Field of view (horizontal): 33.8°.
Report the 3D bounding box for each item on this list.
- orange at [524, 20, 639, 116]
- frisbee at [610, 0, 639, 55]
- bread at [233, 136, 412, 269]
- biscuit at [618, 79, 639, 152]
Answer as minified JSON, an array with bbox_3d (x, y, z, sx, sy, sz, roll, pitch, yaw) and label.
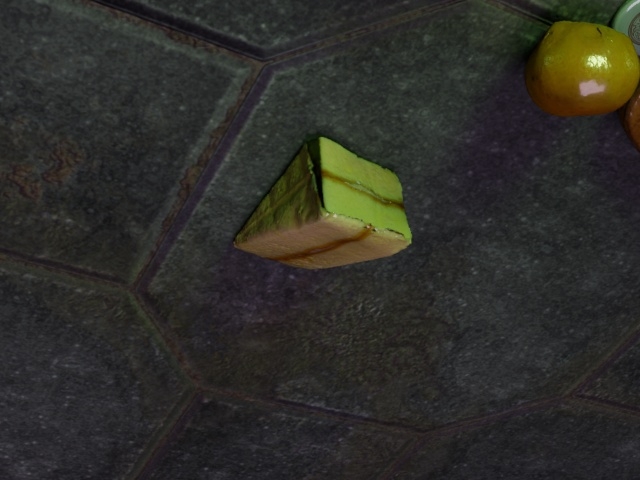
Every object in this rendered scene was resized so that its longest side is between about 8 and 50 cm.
[{"bbox_3d":[0.353,-0.234,1.427,0.155,0.154,0.134,-9,102,0],"label":"orange"},{"bbox_3d":[0.458,-0.302,1.466,0.110,0.014,0.110,-5,136,-5],"label":"frisbee"},{"bbox_3d":[-0.002,0.001,1.592,0.168,0.163,0.264,18,130,-27],"label":"bread"},{"bbox_3d":[0.590,-0.209,1.555,0.262,0.052,0.277,30,122,-32],"label":"biscuit"}]
